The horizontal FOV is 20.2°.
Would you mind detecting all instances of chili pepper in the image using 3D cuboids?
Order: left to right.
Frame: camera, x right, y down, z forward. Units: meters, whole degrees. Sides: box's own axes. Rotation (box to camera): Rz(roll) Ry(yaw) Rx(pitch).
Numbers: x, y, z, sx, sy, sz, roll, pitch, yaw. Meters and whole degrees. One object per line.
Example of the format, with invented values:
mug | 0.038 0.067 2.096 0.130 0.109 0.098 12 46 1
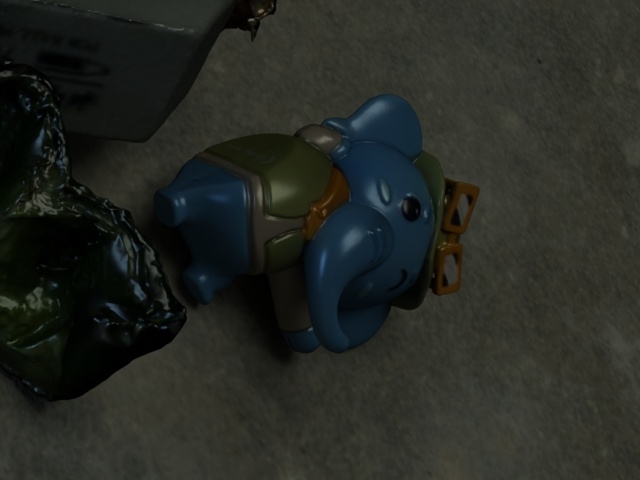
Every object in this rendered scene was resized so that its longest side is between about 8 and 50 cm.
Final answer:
chili pepper | -0.211 -0.018 1.162 0.264 0.148 0.116 41 35 -12

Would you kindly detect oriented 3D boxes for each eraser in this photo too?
eraser | -0.218 -0.142 1.204 0.352 0.111 0.077 7 41 -30

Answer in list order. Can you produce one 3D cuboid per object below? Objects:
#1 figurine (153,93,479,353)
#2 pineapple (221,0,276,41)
figurine | -0.002 -0.002 1.380 0.262 0.154 0.180 -16 86 -32
pineapple | -0.192 -0.251 1.310 0.271 0.262 0.263 -14 74 -26
